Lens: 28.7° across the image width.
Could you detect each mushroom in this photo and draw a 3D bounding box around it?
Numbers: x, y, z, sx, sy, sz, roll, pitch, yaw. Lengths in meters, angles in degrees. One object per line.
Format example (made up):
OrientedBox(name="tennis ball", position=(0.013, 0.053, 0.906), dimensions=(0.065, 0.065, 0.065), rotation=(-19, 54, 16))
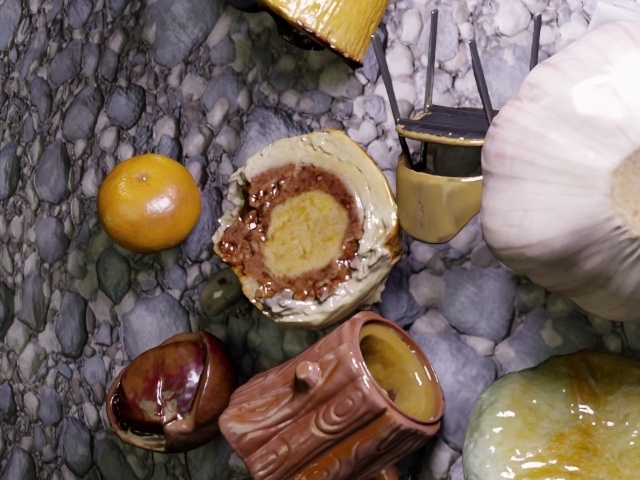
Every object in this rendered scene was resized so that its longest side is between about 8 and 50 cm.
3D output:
OrientedBox(name="mushroom", position=(-0.130, 0.082, 1.818), dimensions=(0.085, 0.085, 0.079), rotation=(-38, 98, 32))

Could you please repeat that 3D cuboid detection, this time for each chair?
OrientedBox(name="chair", position=(0.164, -0.141, 1.516), dimensions=(0.159, 0.172, 0.247), rotation=(13, 120, 40))

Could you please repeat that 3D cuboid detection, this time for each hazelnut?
OrientedBox(name="hazelnut", position=(-0.207, 0.217, 1.809), dimensions=(0.201, 0.160, 0.170), rotation=(-51, 56, 32))

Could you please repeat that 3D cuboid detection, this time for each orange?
OrientedBox(name="orange", position=(-0.256, -0.050, 1.883), dimensions=(0.159, 0.159, 0.136), rotation=(49, 157, 31))

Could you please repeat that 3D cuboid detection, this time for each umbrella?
OrientedBox(name="umbrella", position=(0.127, 0.277, 1.618), dimensions=(0.013, 0.022, 0.122), rotation=(25, 93, 64))

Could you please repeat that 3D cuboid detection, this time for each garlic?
OrientedBox(name="garlic", position=(0.318, -0.077, 1.321), dimensions=(0.259, 0.317, 0.317), rotation=(-154, 75, -65))

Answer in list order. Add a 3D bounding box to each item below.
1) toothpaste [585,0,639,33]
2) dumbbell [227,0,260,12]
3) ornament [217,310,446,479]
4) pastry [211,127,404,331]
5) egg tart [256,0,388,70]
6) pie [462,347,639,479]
OrientedBox(name="toothpaste", position=(0.303, -0.128, 1.471), dimensions=(0.100, 0.066, 0.323), rotation=(31, 102, 42))
OrientedBox(name="dumbbell", position=(-0.150, -0.388, 1.781), dimensions=(0.100, 0.191, 0.100), rotation=(-5, 83, 41))
OrientedBox(name="ornament", position=(0.021, 0.212, 1.592), dimensions=(0.217, 0.221, 0.235), rotation=(-38, 37, 28))
OrientedBox(name="pastry", position=(0.001, -0.009, 1.654), dimensions=(0.237, 0.170, 0.256), rotation=(-43, 55, 7))
OrientedBox(name="egg tart", position=(-0.001, -0.335, 1.652), dimensions=(0.215, 0.215, 0.171), rotation=(40, 101, 35))
OrientedBox(name="pie", position=(0.294, 0.231, 1.348), dimensions=(0.306, 0.306, 0.071), rotation=(34, 147, 36))
